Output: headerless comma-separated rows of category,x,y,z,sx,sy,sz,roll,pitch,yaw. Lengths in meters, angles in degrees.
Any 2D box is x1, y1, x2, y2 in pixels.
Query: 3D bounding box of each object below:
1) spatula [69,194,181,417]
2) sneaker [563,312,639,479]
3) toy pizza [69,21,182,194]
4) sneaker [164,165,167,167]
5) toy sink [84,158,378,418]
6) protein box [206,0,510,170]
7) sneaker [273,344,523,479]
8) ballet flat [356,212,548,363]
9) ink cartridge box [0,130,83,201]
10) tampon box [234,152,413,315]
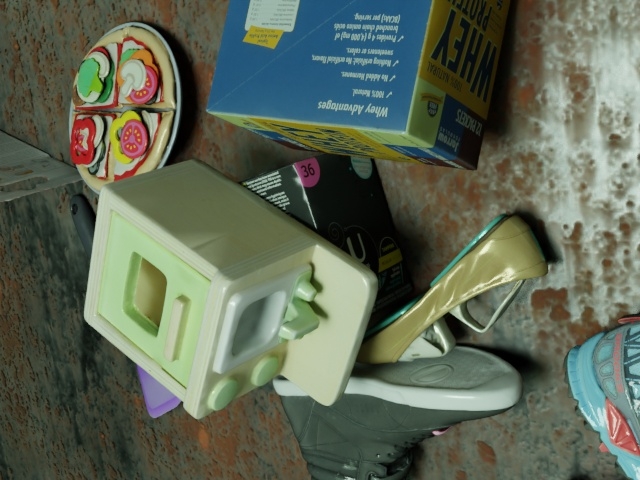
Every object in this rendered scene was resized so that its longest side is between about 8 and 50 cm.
spatula,-0.246,0.075,1.189,0.084,0.030,0.297,-31,85,36
sneaker,0.316,0.177,0.778,0.125,0.104,0.262,-42,79,34
toy pizza,-0.230,-0.147,1.072,0.201,0.032,0.201,-4,84,41
sneaker,-0.155,-0.042,1.066,0.192,0.064,0.086,26,123,30
toy sink,-0.090,0.054,0.857,0.234,0.131,0.153,34,125,27
protein box,0.037,-0.180,0.804,0.199,0.136,0.201,10,88,33
sneaker,0.086,0.192,0.951,0.295,0.104,0.147,-9,101,43
ballet flat,0.117,0.069,0.895,0.073,0.080,0.232,52,124,10
ink cartridge box,-0.427,-0.080,1.176,0.224,0.181,0.056,26,118,25
tampon box,0.000,0.000,0.934,0.101,0.120,0.161,-15,95,39
